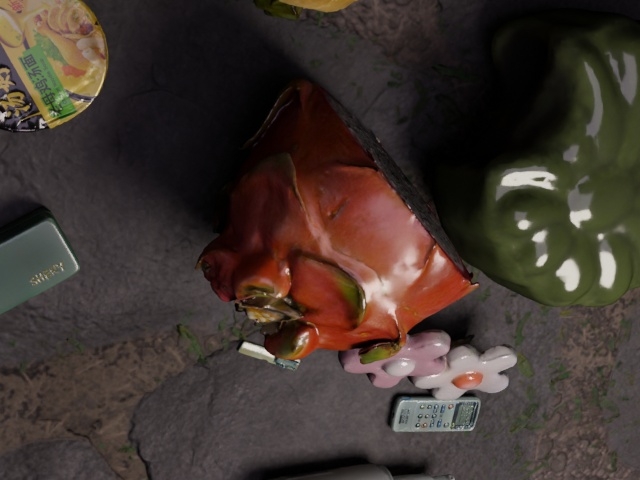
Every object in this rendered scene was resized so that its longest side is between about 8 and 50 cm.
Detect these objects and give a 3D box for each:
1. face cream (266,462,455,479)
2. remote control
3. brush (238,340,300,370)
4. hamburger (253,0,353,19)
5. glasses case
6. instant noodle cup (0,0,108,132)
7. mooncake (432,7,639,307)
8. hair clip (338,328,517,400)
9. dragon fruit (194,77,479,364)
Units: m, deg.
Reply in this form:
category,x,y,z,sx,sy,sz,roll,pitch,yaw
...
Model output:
category,x,y,z,sx,sy,sz,roll,pitch,yaw
face cream,0.054,0.339,1.617,0.251,0.101,0.101,-5,113,-18
remote control,0.151,0.227,1.654,0.124,0.018,0.053,4,111,-22
brush,-0.062,0.143,1.543,0.083,0.013,0.016,22,105,-25
hamburger,-0.023,-0.330,1.276,0.330,0.162,0.209,19,103,-31
glasses case,-0.361,0.040,1.372,0.184,0.039,0.078,-29,118,-7
instant noodle cup,-0.297,-0.196,1.252,0.151,0.122,0.151,-9,116,-19
mooncake,0.309,-0.089,1.464,0.351,0.187,0.351,-9,108,-29
hair clip,0.138,0.147,1.552,0.257,0.146,0.075,10,65,-44
dragon fruit,0.000,0.000,1.361,0.226,0.305,0.305,-40,119,8
